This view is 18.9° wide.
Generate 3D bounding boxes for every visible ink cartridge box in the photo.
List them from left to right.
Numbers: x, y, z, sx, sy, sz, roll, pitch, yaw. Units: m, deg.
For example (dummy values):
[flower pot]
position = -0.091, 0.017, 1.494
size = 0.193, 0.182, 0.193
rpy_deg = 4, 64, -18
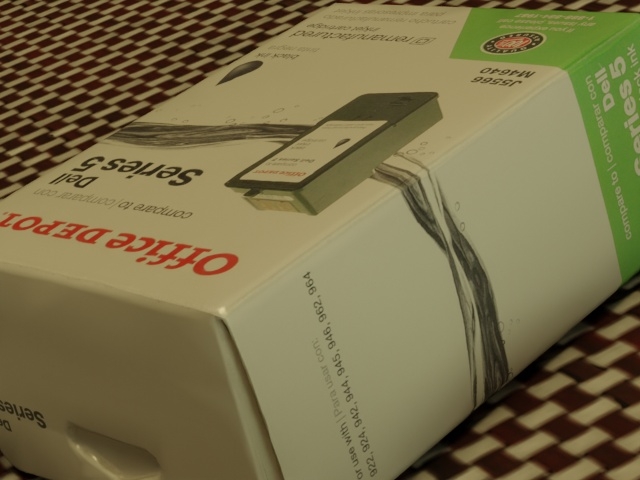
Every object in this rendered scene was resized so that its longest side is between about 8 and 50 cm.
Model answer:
[ink cartridge box]
position = 0.000, 0.000, 0.846
size = 0.198, 0.114, 0.273
rpy_deg = 9, 34, 45
